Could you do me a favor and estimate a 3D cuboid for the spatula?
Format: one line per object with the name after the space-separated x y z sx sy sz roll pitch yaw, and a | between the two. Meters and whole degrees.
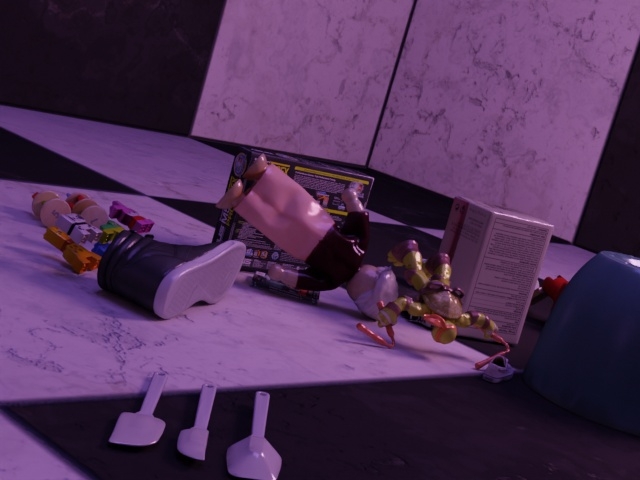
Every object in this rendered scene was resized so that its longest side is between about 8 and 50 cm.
-0.121 0.190 1.166 0.168 0.019 0.242 10 9 -2 | spatula

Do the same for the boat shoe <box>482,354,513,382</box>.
0.281 0.197 1.739 0.035 0.035 0.100 21 11 26 | boat shoe

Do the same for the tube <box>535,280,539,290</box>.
0.408 0.086 2.573 0.240 0.062 0.070 22 -34 58 | tube

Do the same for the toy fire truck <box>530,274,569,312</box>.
0.542 0.133 2.313 0.217 0.158 0.246 11 21 -29 | toy fire truck

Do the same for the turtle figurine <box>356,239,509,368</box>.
0.172 0.092 1.786 0.269 0.087 0.217 8 38 -19 | turtle figurine

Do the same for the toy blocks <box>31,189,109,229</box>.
-0.450 -0.060 1.944 0.123 0.054 0.148 11 11 -31 | toy blocks

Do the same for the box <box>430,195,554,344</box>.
0.298 0.054 2.001 0.149 0.232 0.127 11 10 -28 | box

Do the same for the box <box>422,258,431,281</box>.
0.310 0.093 2.328 0.232 0.058 0.087 14 9 -18 | box

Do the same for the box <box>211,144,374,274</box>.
-0.051 -0.041 2.018 0.270 0.216 0.060 9 11 -34 | box

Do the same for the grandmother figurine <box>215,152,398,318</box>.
0.000 0.000 1.879 0.342 0.208 0.104 43 -2 -4 | grandmother figurine

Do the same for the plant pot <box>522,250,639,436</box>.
0.496 0.153 1.757 0.293 0.235 0.293 16 9 -3 | plant pot

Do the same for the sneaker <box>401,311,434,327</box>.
0.173 0.136 1.954 0.037 0.032 0.083 -6 14 -30 | sneaker

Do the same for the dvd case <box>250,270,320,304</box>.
-0.059 0.081 1.912 0.119 0.013 0.087 17 9 -2 | dvd case

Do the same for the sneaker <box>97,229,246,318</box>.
-0.219 0.030 1.644 0.147 0.104 0.296 24 15 15 | sneaker

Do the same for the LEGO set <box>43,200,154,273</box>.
-0.357 -0.009 1.691 0.093 0.087 0.227 34 13 11 | LEGO set
